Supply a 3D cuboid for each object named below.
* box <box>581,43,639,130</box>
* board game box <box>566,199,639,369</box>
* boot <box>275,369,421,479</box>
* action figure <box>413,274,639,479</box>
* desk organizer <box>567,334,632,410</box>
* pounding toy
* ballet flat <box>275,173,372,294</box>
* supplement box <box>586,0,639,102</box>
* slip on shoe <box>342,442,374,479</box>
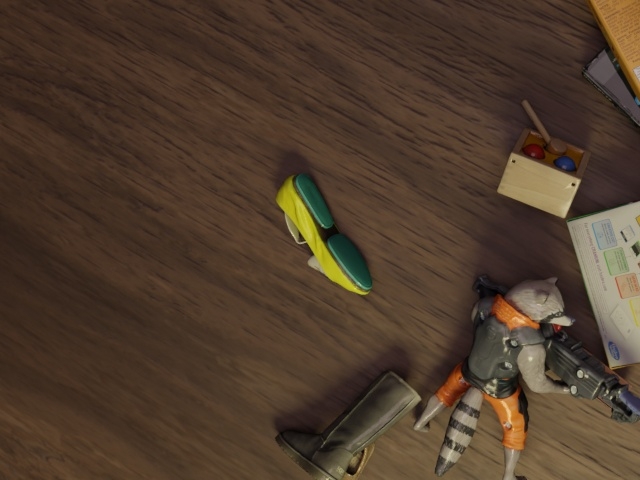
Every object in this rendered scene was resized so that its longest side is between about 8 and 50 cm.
[{"bbox_3d":[0.537,-0.276,1.647,0.220,0.051,0.175,-45,82,9],"label":"box"},{"bbox_3d":[0.526,0.045,1.554,0.316,0.064,0.242,-18,87,50],"label":"board game box"},{"bbox_3d":[0.042,0.287,1.734,0.208,0.076,0.189,-52,37,-9],"label":"boot"},{"bbox_3d":[0.297,0.213,1.601,0.341,0.178,0.330,33,116,38],"label":"action figure"},{"bbox_3d":[0.417,0.204,1.681,0.130,0.047,0.050,38,95,9],"label":"desk organizer"},{"bbox_3d":[0.342,-0.127,1.656,0.130,0.141,0.100,23,123,10],"label":"pounding toy"},{"bbox_3d":[0.000,0.000,1.758,0.077,0.077,0.231,-37,80,31],"label":"ballet flat"},{"bbox_3d":[0.469,-0.294,1.595,0.080,0.078,0.233,-30,84,11],"label":"supplement box"},{"bbox_3d":[0.042,0.377,1.762,0.051,0.041,0.135,37,97,9],"label":"slip on shoe"}]
